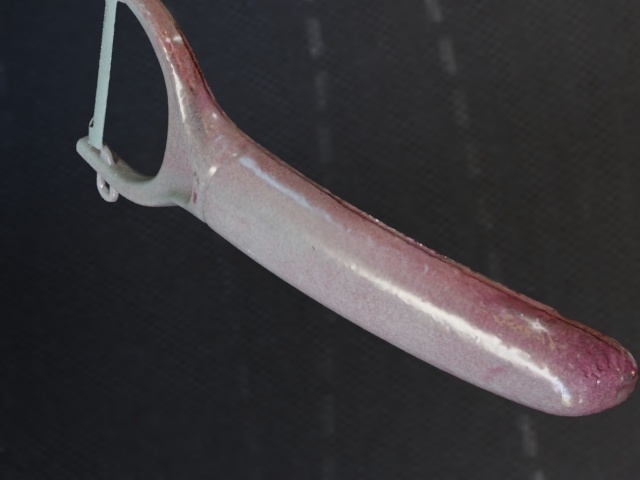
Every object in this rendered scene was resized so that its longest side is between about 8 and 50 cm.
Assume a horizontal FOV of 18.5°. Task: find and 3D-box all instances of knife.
[{"bbox_3d":[-0.001,0.001,0.800,0.053,0.278,0.123,-39,152,-35],"label":"knife"}]
